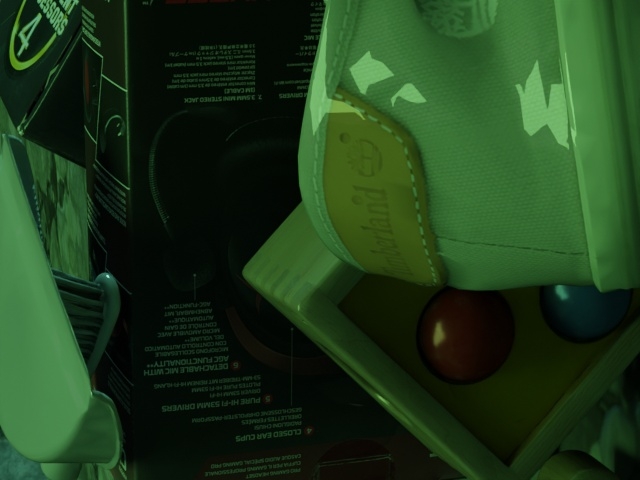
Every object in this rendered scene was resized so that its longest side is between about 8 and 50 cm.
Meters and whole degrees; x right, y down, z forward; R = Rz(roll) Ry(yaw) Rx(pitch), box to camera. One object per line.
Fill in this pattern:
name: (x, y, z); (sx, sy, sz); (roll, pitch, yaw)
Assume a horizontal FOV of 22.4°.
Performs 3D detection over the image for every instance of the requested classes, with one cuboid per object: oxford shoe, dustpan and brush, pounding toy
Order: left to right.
dustpan and brush: (-0.125, 0.066, 0.763); (0.147, 0.060, 0.211); (66, 146, 31)
oxford shoe: (0.045, -0.160, 0.612); (0.169, 0.130, 0.449); (68, -164, -46)
pounding toy: (0.072, 0.060, 0.677); (0.206, 0.181, 0.094); (44, 174, -20)

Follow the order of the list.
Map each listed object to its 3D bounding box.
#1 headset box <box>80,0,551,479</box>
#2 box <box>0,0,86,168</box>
headset box: (0.000, 0.000, 0.789); (0.110, 0.218, 0.293); (-141, 48, -66)
box: (-0.123, -0.254, 1.078); (0.318, 0.097, 0.395); (-55, 31, 12)
